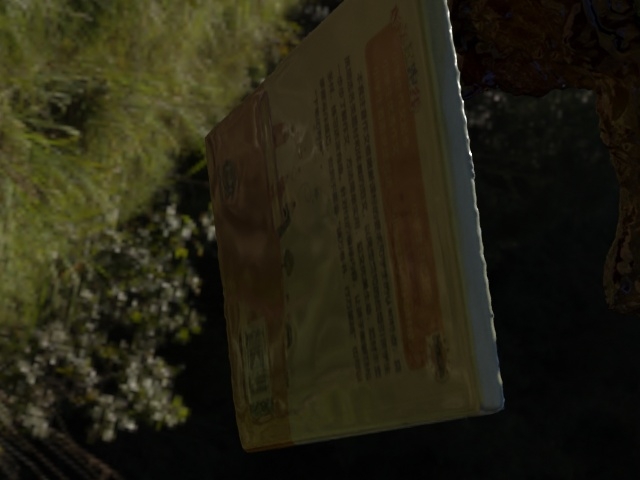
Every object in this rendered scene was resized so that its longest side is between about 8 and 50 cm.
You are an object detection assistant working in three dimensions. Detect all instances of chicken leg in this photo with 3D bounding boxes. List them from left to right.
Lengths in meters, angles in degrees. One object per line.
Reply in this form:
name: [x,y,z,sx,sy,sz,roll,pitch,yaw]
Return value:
chicken leg: [0.177,-0.107,0.762,0.322,0.177,0.083,50,18,-7]

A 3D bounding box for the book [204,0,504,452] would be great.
book: [0.000,0.000,0.626,0.295,0.020,0.207,151,-66,-64]
